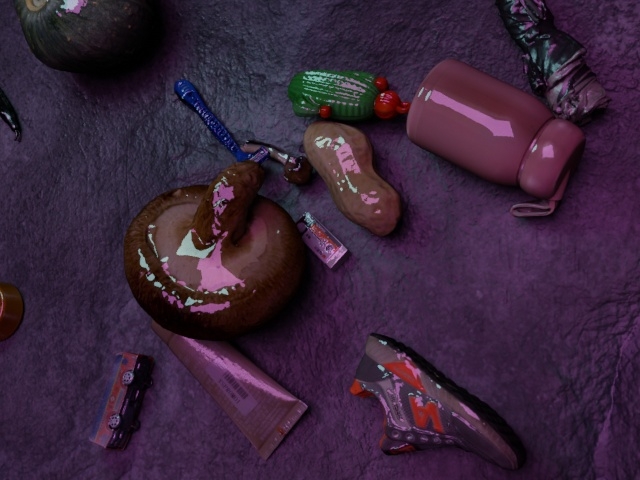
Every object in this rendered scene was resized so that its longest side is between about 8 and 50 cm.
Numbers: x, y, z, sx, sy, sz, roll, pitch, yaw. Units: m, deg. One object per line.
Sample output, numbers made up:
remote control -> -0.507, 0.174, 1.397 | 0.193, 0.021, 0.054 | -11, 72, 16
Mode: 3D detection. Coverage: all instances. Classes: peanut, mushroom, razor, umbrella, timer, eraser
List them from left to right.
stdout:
timer -> -0.725, 0.138, 1.816 | 0.132, 0.152, 0.132 | -5, 74, 18
mushroom -> -0.195, 0.038, 1.614 | 0.345, 0.239, 0.345 | -21, 46, 23
razor -> -0.215, -0.232, 1.785 | 0.093, 0.056, 0.324 | -38, 55, -4
mushroom -> -0.087, -0.162, 1.732 | 0.187, 0.061, 0.060 | 29, 95, 35
eraser -> 0.000, 0.000, 1.663 | 0.052, 0.029, 0.122 | -47, 66, 3
peanut -> 0.066, -0.127, 1.630 | 0.125, 0.111, 0.274 | -44, 67, 25
umbrella -> 0.400, -0.363, 1.578 | 0.113, 0.106, 0.357 | -30, 68, 14

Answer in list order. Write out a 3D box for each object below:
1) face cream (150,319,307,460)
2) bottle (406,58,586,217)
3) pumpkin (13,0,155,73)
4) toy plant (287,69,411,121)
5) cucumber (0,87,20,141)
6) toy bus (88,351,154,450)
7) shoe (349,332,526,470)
face cream -> -0.183, 0.250, 1.640 | 0.341, 0.084, 0.137 | 41, 103, 18
bottle -> 0.312, -0.176, 1.535 | 0.297, 0.173, 0.206 | 30, 118, 22
pumpkin -> -0.504, -0.525, 1.861 | 0.292, 0.257, 0.327 | -14, 78, 29
toy plant -> 0.055, -0.284, 1.675 | 0.240, 0.088, 0.154 | -2, 37, 4
cucumber -> -0.731, -0.299, 2.000 | 0.043, 0.039, 0.163 | -50, 62, 24
toy bus -> -0.392, 0.313, 1.700 | 0.077, 0.065, 0.192 | 11, 79, 29
shoe -> 0.177, 0.311, 1.468 | 0.336, 0.132, 0.171 | 36, 94, 26
